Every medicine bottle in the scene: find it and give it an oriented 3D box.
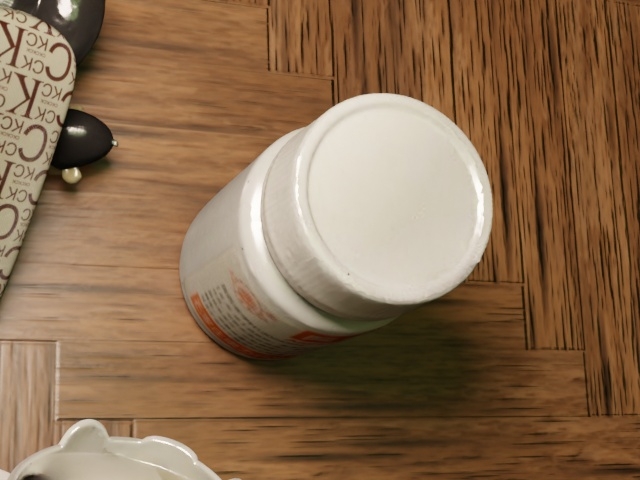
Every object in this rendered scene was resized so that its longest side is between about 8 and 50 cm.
[{"bbox_3d":[0.000,0.000,1.132,0.211,0.371,0.211,5,76,-21],"label":"medicine bottle"}]

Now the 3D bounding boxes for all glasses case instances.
[{"bbox_3d":[-0.347,-0.054,1.093,0.137,0.085,0.354,14,101,-40],"label":"glasses case"}]

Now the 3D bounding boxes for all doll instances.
[{"bbox_3d":[-0.304,-0.104,1.200,0.179,0.089,0.102,0,76,2],"label":"doll"}]

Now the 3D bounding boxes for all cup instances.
[{"bbox_3d":[-0.230,0.319,1.033,0.290,0.219,0.257,20,107,8],"label":"cup"}]

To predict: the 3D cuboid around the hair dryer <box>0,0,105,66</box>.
[{"bbox_3d":[-0.429,-0.274,1.133,0.320,0.284,0.155,12,89,-54],"label":"hair dryer"}]
